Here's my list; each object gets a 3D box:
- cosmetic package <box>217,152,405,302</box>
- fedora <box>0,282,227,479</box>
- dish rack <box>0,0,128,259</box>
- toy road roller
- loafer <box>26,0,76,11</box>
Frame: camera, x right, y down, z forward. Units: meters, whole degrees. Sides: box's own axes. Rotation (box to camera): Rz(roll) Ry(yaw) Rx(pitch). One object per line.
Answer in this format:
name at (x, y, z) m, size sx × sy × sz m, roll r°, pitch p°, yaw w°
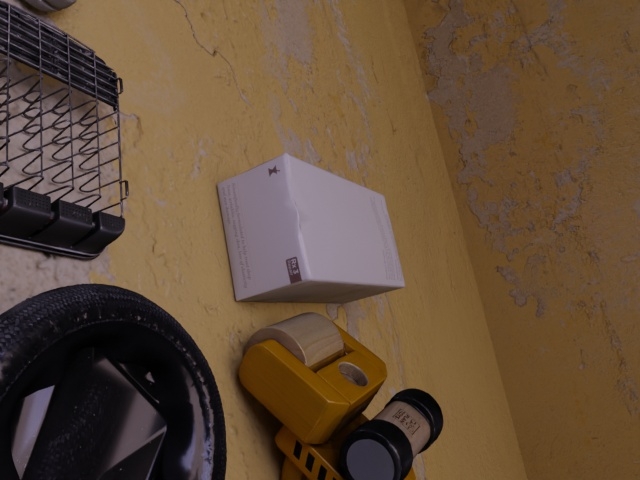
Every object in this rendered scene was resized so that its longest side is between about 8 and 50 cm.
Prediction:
cosmetic package at (0.000, 0.000, 1.045) m, size 0.385 × 0.156 × 0.217 m, roll 13°, pitch 62°, yaw -57°
fedora at (-0.234, 0.207, 0.499) m, size 0.334 × 0.153 × 0.334 m, roll 39°, pitch 42°, yaw -46°
dish rack at (-0.318, -0.128, 0.640) m, size 0.208 × 0.074 × 0.271 m, roll 23°, pitch 53°, yaw -56°
toy road roller at (0.006, 0.297, 0.884) m, size 0.329 × 0.240 × 0.202 m, roll 39°, pitch 21°, yaw 20°
loafer at (-0.398, -0.414, 0.635) m, size 0.319 × 0.112 × 0.111 m, roll 53°, pitch 27°, yaw -45°
